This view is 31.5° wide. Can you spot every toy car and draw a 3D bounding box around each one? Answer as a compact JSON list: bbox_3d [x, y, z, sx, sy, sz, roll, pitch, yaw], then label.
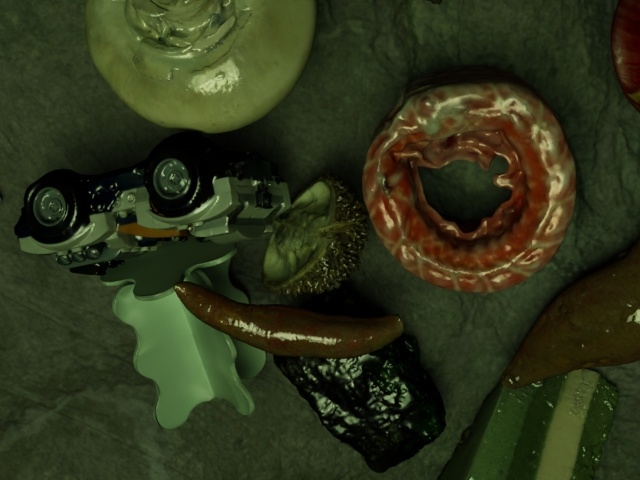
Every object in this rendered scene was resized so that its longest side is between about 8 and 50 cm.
[{"bbox_3d":[-0.188,-0.032,1.251,0.301,0.193,0.118,-14,86,20],"label":"toy car"}]

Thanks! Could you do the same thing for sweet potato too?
[{"bbox_3d":[-0.038,0.093,1.234,0.255,0.058,0.078,11,141,-6],"label":"sweet potato"},{"bbox_3d":[0.349,0.078,1.277,0.131,0.131,0.336,44,108,-9],"label":"sweet potato"}]

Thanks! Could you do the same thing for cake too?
[{"bbox_3d":[0.245,0.288,1.337,0.158,0.172,0.284,24,107,-4],"label":"cake"}]

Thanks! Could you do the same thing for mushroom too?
[{"bbox_3d":[-0.126,-0.230,1.167,0.246,0.202,0.246,-1,84,9],"label":"mushroom"}]

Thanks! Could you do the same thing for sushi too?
[{"bbox_3d":[0.051,0.160,1.336,0.127,0.124,0.225,-37,99,19],"label":"sushi"}]

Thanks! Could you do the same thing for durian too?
[{"bbox_3d":[0.000,0.000,1.272,0.091,0.188,0.148,21,92,-30],"label":"durian"}]

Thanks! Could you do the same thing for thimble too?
[{"bbox_3d":[0.161,-0.070,1.227,0.239,0.162,0.239,2,110,5],"label":"thimble"}]

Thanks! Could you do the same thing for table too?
[{"bbox_3d":[-0.149,0.109,1.333,0.166,0.166,0.198,-12,114,10],"label":"table"}]

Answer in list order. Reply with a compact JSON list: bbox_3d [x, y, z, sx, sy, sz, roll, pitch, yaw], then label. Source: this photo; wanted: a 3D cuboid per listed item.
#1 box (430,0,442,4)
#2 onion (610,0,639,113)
[{"bbox_3d":[0.060,-0.332,1.091,0.143,0.273,0.184,7,109,4],"label":"box"},{"bbox_3d":[0.426,-0.209,1.163,0.248,0.161,0.248,0,88,0],"label":"onion"}]
